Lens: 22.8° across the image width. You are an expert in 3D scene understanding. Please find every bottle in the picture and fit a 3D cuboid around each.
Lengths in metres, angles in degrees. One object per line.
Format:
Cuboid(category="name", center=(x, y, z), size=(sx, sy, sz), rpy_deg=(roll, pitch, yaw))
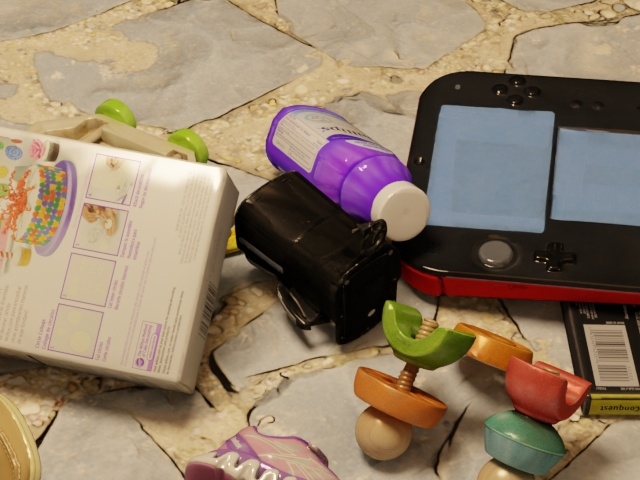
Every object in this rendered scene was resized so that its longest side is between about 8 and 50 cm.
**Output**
Cuboid(category="bottle", center=(0.035, -0.080, 1.883), size=(0.118, 0.092, 0.283), rpy_deg=(11, 16, -30))

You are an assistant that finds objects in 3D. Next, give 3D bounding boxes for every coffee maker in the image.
Cuboid(category="coffee maker", center=(0.000, 0.000, 1.789), size=(0.120, 0.171, 0.178), rpy_deg=(-16, 44, -45))

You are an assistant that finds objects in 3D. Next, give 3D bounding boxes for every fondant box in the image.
Cuboid(category="fondant box", center=(-0.276, 0.016, 1.724), size=(0.330, 0.096, 0.238), rpy_deg=(11, 79, 8))

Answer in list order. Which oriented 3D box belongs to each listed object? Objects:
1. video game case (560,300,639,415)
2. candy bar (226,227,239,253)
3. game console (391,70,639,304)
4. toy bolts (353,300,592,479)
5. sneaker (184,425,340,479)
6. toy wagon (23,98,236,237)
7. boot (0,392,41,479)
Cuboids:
Cuboid(category="video game case", center=(0.404, 0.093, 1.810), size=(0.248, 0.035, 0.275), rpy_deg=(1, 40, -2))
Cuboid(category="candy bar", center=(-0.146, 0.012, 1.883), size=(0.161, 0.018, 0.040), rpy_deg=(-17, 42, -20))
Cuboid(category="game console", center=(0.274, -0.073, 1.920), size=(0.342, 0.060, 0.386), rpy_deg=(1, 44, 12))
Cuboid(category="toy bolts", center=(0.165, 0.184, 1.657), size=(0.228, 0.158, 0.218), rpy_deg=(24, 4, 36))
Cuboid(category="sneaker", center=(-0.013, 0.248, 1.572), size=(0.236, 0.095, 0.104), rpy_deg=(20, 36, 20))
Cuboid(category="toy wagon", center=(-0.249, -0.048, 1.892), size=(0.344, 0.068, 0.267), rpy_deg=(23, 46, 27))
Cuboid(category="boot", center=(-0.406, 0.161, 1.545), size=(0.262, 0.095, 0.203), rpy_deg=(50, 16, 22))
